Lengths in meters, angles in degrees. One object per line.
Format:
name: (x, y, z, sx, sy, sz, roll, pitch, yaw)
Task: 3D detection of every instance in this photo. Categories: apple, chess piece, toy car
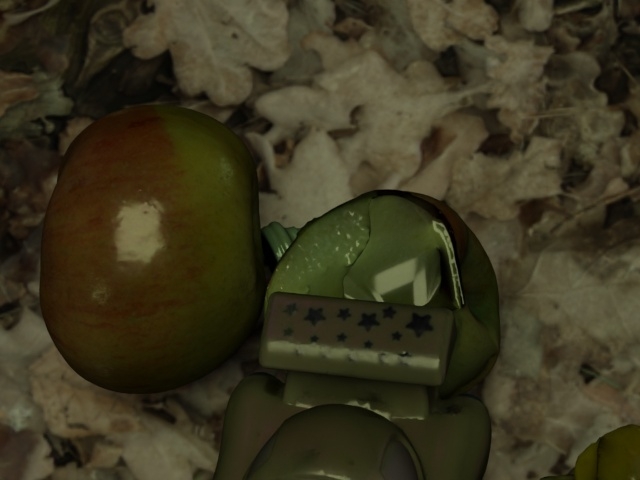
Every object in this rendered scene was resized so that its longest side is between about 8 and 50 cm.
apple: (-0.149, 0.008, 1.739, 0.194, 0.261, 0.261, -2, 71, 3)
chess piece: (0.000, 0.000, 1.821, 0.103, 0.067, 0.067, -22, 70, -11)
toy car: (0.010, 0.228, 1.546, 0.242, 0.226, 0.336, 6, 38, 11)
apple: (0.057, 0.056, 1.735, 0.188, 0.174, 0.207, -19, 112, 19)

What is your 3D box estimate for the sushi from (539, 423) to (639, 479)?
sushi: (0.303, 0.313, 1.562, 0.328, 0.285, 0.328, 34, 78, 15)
